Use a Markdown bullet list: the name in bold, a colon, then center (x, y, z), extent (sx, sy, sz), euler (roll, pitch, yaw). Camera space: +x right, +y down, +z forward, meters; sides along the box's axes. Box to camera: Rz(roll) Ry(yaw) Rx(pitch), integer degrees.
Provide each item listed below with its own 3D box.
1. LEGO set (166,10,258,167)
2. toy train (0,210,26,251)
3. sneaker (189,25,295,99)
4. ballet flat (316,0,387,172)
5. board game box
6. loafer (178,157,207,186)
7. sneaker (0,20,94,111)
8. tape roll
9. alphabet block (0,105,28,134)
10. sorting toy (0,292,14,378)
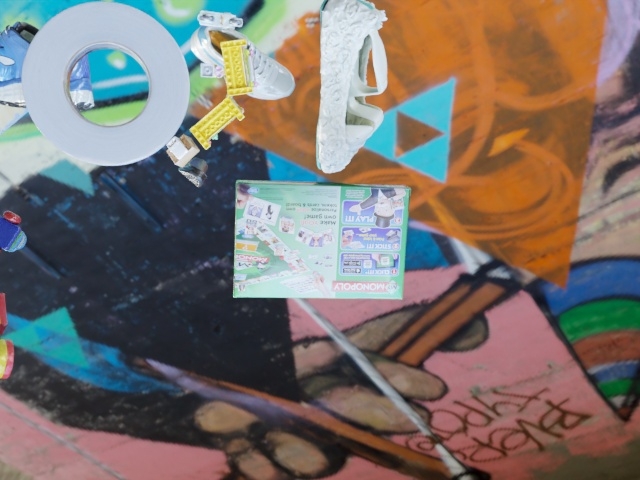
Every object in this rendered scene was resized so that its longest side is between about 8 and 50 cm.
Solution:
- **LEGO set**: center (-0.180, -0.265, 1.360), extent (0.107, 0.132, 0.287), euler (-63, 169, -77)
- **toy train**: center (-0.832, -0.055, 1.803), extent (0.105, 0.248, 0.143), euler (-61, -178, -11)
- **sneaker**: center (-0.148, -0.353, 1.495), extent (0.092, 0.229, 0.087), euler (6, -108, 66)
- **ballet flat**: center (0.063, -0.287, 1.485), extent (0.147, 0.409, 0.147), euler (0, -137, 0)
- **board game box**: center (0.000, 0.000, 1.380), extent (0.317, 0.213, 0.046), euler (2, -167, -8)
- **loafer**: center (-0.394, -0.226, 2.342), extent (0.078, 0.080, 0.220), euler (-49, -157, -4)
- **sneaker**: center (-0.559, -0.321, 1.372), extent (0.330, 0.130, 0.147), euler (7, -87, 15)
- **tape roll**: center (-0.294, -0.214, 1.039), extent (0.219, 0.219, 0.072), euler (-44, -166, -4)
- **alphabet block**: center (-0.821, -0.323, 1.715), extent (0.193, 0.197, 0.192), euler (-14, -149, 32)
- **sorting toy**: center (-0.786, 0.258, 1.726), extent (0.257, 0.089, 0.255), euler (-50, -132, 34)
